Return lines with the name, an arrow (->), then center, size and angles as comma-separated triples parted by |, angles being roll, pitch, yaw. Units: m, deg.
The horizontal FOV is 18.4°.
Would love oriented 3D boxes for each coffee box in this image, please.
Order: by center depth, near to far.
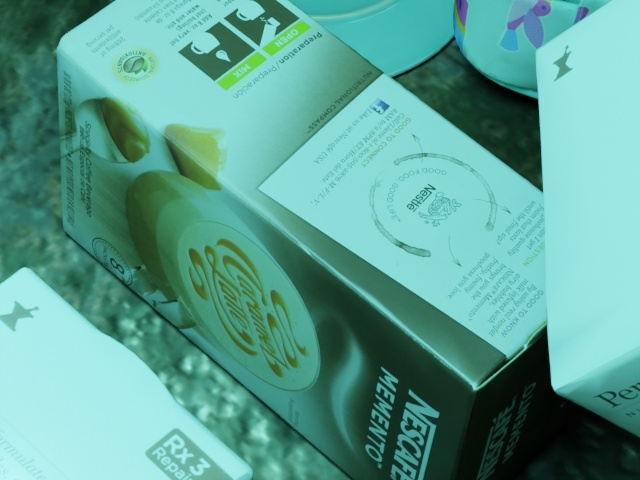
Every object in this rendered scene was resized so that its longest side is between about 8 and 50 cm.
coffee box -> 0.000, 0.000, 0.886 | 0.246, 0.141, 0.098 | 38, 60, 22

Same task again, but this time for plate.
plate -> -0.005, -0.160, 1.073 | 0.188, 0.024, 0.188 | 2, 55, -4

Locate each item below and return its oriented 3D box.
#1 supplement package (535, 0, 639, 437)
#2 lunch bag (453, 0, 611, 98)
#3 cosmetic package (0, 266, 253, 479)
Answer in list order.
supplement package -> 0.249, 0.011, 0.794 | 0.293, 0.177, 0.175 | 28, 47, -31
lunch bag -> 0.208, -0.169, 1.044 | 0.279, 0.108, 0.224 | 11, 54, 1
cosmetic package -> -0.098, 0.128, 0.728 | 0.117, 0.231, 0.085 | 39, 60, 22
